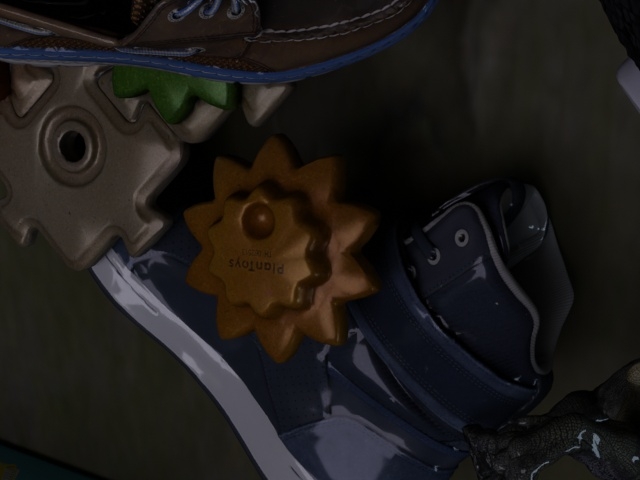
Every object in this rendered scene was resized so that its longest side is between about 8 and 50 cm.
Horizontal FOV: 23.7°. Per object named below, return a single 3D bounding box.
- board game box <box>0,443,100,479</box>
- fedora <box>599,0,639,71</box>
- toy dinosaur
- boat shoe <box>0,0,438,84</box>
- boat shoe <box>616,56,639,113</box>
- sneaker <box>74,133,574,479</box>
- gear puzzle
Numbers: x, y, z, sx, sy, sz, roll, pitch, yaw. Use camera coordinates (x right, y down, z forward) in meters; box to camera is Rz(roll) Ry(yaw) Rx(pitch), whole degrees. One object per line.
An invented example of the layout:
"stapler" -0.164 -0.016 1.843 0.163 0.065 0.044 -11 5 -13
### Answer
"board game box" -0.259 0.186 0.760 0.336 0.254 0.079 17 122 20
"fedora" 0.182 -0.094 0.405 0.334 0.334 0.152 48 153 -2
"toy dinosaur" 0.110 0.064 0.535 0.118 0.268 0.064 -19 64 3
"boat shoe" -0.049 -0.089 0.532 0.183 0.066 0.066 -5 87 5
"boat shoe" 0.235 0.018 0.509 0.301 0.108 0.102 45 105 12
"sneaker" 0.001 0.000 0.638 0.226 0.086 0.163 49 118 8
"gear puzzle" -0.104 -0.083 0.608 0.175 0.044 0.339 -45 76 24
